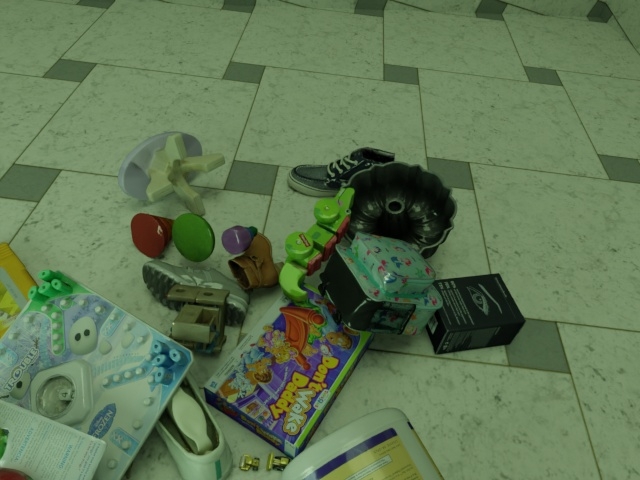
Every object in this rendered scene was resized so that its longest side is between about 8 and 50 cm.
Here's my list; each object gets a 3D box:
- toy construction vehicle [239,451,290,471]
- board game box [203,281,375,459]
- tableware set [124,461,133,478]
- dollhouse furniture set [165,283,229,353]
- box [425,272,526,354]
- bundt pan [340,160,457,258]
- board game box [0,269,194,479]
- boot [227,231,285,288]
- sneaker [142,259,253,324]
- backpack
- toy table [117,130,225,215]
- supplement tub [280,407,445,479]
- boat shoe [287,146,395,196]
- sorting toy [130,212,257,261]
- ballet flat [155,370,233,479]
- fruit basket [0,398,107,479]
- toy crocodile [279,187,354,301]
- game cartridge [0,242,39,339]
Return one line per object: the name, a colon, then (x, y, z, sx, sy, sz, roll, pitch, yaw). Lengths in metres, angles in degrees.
toy construction vehicle: (-0.113, 0.449, 0.952, 0.098, 0.035, 0.085, 10, 47, 3)
board game box: (-0.054, 0.267, 1.101, 0.233, 0.078, 0.347, 26, 49, 17)
tableware set: (-0.428, 0.403, 0.968, 0.169, 0.020, 0.141, 0, 47, -6)
dollhouse furniture set: (-0.281, 0.192, 1.059, 0.129, 0.129, 0.183, 7, 17, 0)
box: (0.365, 0.178, 1.215, 0.207, 0.108, 0.153, -4, 47, -11)
bundt pan: (0.206, -0.060, 1.380, 0.331, 0.124, 0.330, -3, 56, 5)
board game box: (-0.499, 0.292, 0.931, 0.390, 0.050, 0.389, 26, 74, 18)
boot: (-0.183, 0.044, 1.260, 0.197, 0.073, 0.152, 42, 28, 24)
sneaker: (-0.301, 0.115, 1.217, 0.281, 0.105, 0.115, 23, 36, 2)
backpack: (0.152, 0.103, 1.129, 0.254, 0.191, 0.225, 18, 25, -35)
toy table: (-0.413, -0.201, 1.402, 0.161, 0.252, 0.274, 23, 58, 35)
supplement tub: (0.108, 0.461, 0.760, 0.241, 0.241, 0.331, -18, 58, -22)
boat shoe: (0.071, -0.221, 1.519, 0.341, 0.158, 0.127, 6, 46, -2)
sorting toy: (-0.318, -0.023, 1.288, 0.366, 0.127, 0.126, 3, 18, 25)
ballet flat: (-0.305, 0.306, 0.997, 0.139, 0.139, 0.400, -29, 56, -29)
fruit basket: (-0.573, 0.425, 0.802, 0.353, 0.165, 0.326, 20, 72, 0)
toy crocodile: (0.000, 0.000, 1.218, 0.105, 0.115, 0.340, 28, 56, 15)
game cartridge: (-0.803, 0.158, 1.131, 0.285, 0.052, 0.324, -33, 60, -32)
